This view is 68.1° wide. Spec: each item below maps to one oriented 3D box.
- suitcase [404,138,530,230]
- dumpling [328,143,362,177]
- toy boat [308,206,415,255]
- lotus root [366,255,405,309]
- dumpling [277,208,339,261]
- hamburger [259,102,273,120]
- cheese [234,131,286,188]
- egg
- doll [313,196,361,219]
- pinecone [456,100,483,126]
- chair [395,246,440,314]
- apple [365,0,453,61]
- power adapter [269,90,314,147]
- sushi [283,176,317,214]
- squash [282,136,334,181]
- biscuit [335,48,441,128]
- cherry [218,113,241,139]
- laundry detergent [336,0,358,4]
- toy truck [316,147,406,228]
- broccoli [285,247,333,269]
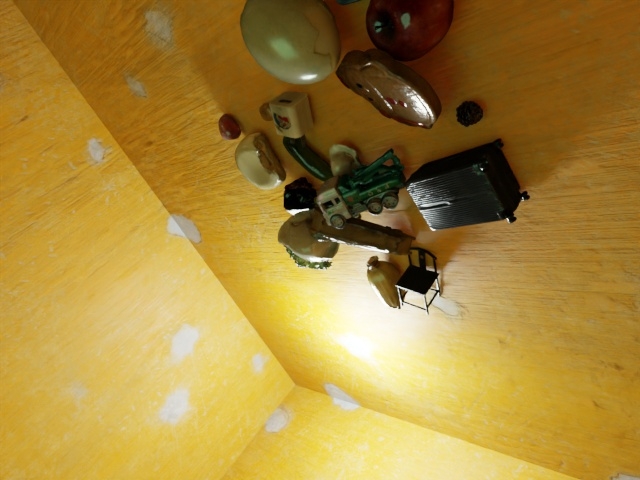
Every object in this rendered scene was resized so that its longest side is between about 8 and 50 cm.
[{"bbox_3d":[0.467,-0.166,1.555,0.335,0.152,0.230,-11,119,53],"label":"suitcase"},{"bbox_3d":[0.105,-0.296,1.863,0.127,0.108,0.188,-9,109,23],"label":"dumpling"},{"bbox_3d":[0.170,-0.025,1.959,0.445,0.162,0.136,15,99,4],"label":"toy boat"},{"bbox_3d":[0.302,0.188,2.171,0.146,0.131,0.303,-17,118,29],"label":"lotus root"},{"bbox_3d":[-0.044,-0.028,2.074,0.243,0.227,0.175,20,177,-16],"label":"dumpling"},{"bbox_3d":[-0.220,-0.538,1.988,0.083,0.044,0.076,-6,124,48],"label":"hamburger"},{"bbox_3d":[-0.272,-0.359,2.177,0.233,0.127,0.266,-8,123,51],"label":"cheese"},{"bbox_3d":[-0.079,-0.639,1.491,0.336,0.278,0.278,43,148,7],"label":"egg"},{"bbox_3d":[0.072,-0.140,2.021,0.209,0.097,0.137,1,122,8],"label":"doll"},{"bbox_3d":[0.443,-0.376,1.411,0.077,0.083,0.077,1,109,3],"label":"pinecone"},{"bbox_3d":[0.417,0.171,2.021,0.154,0.141,0.260,17,142,35],"label":"chair"},{"bbox_3d":[0.234,-0.593,1.257,0.234,0.234,0.234,29,145,22],"label":"apple"},{"bbox_3d":[-0.105,-0.464,1.868,0.130,0.125,0.205,18,139,33],"label":"power adapter"},{"bbox_3d":[-0.087,-0.198,2.136,0.172,0.151,0.153,14,147,-29],"label":"sushi"},{"bbox_3d":[-0.033,-0.329,1.990,0.331,0.087,0.087,41,148,2],"label":"squash"},{"bbox_3d":[0.195,-0.457,1.435,0.381,0.074,0.359,30,177,41],"label":"biscuit"},{"bbox_3d":[-0.428,-0.516,2.202,0.126,0.087,0.106,47,144,-10],"label":"cherry"},{"bbox_3d":[0.063,-0.816,1.306,0.143,0.094,0.290,11,136,46],"label":"laundry detergent"},{"bbox_3d":[0.158,-0.192,1.776,0.363,0.177,0.178,-24,116,28],"label":"toy truck"},{"bbox_3d":[-0.016,-0.017,2.241,0.252,0.221,0.361,32,136,6],"label":"broccoli"}]
